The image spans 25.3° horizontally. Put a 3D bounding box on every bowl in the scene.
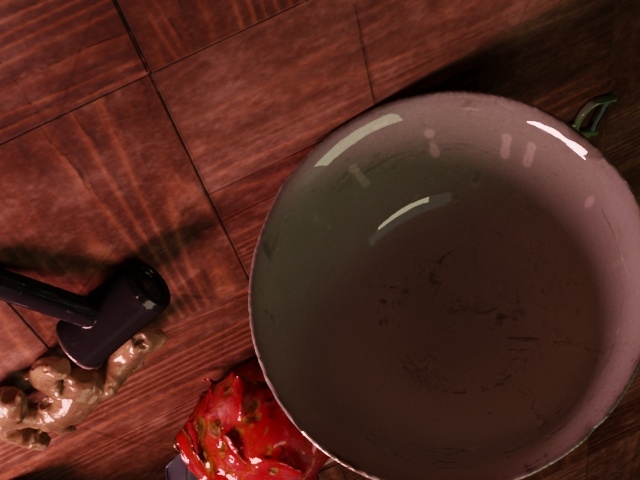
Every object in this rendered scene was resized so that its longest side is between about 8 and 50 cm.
[{"bbox_3d":[0.154,0.066,1.587,0.434,0.435,0.196,-30,163,6],"label":"bowl"}]

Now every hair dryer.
[{"bbox_3d":[-0.282,0.058,1.550,0.128,0.070,0.255,-37,147,18],"label":"hair dryer"}]

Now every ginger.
[{"bbox_3d":[-0.305,0.176,1.734,0.258,0.065,0.149,-34,151,17],"label":"ginger"}]

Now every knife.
[{"bbox_3d":[0.321,-0.113,1.840,0.054,0.015,0.212,-14,151,-23],"label":"knife"}]

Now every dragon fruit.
[{"bbox_3d":[-0.070,0.253,1.944,0.205,0.210,0.268,-21,152,-50],"label":"dragon fruit"}]

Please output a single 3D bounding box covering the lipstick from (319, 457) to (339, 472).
[{"bbox_3d":[0.097,0.306,2.334,0.356,0.057,0.057,-23,153,-5],"label":"lipstick"}]

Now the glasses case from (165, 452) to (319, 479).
[{"bbox_3d":[-0.119,0.394,2.209,0.266,0.105,0.056,19,155,-38],"label":"glasses case"}]
